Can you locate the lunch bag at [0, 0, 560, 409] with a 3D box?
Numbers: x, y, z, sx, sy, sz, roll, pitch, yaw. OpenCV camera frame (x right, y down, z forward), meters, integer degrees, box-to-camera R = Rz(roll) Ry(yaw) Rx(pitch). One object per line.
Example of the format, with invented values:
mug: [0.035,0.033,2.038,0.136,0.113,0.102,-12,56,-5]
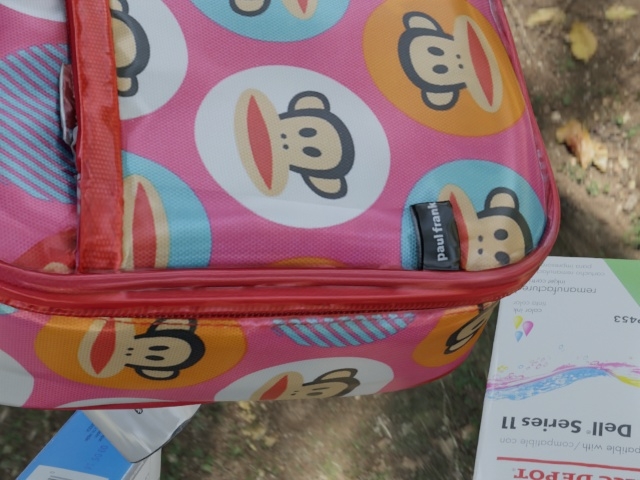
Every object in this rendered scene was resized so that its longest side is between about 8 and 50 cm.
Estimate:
lunch bag: [-0.064,-0.081,0.420,0.258,0.120,0.293,-1,58,-19]

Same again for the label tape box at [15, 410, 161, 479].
label tape box: [-0.254,0.380,1.113,0.106,0.240,0.333,9,111,10]

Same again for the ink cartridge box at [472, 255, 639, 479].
ink cartridge box: [0.251,0.180,0.957,0.207,0.119,0.353,2,46,16]

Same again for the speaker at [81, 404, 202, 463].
speaker: [-0.123,0.048,0.553,0.055,0.055,0.136,-41,101,-5]
